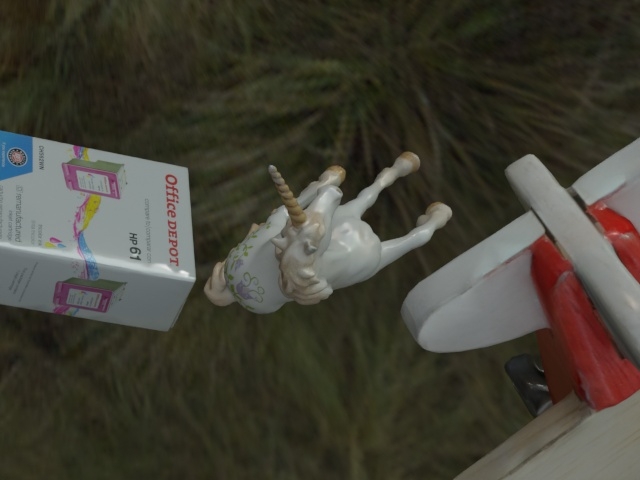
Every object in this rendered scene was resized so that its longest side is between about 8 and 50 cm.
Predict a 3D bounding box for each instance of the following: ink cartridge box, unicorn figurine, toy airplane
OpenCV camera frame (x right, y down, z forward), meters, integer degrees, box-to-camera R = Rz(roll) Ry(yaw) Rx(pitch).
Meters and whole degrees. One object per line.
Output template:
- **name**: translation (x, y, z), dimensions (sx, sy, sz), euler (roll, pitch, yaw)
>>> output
- **ink cartridge box**: translation (-0.134, -0.005, 1.064), dimensions (0.122, 0.088, 0.052), euler (11, 136, -21)
- **unicorn figurine**: translation (0.000, 0.000, 0.840), dimensions (0.111, 0.162, 0.060), euler (-36, 86, -36)
- **toy airplane**: translation (0.202, 0.104, 1.061), dimensions (0.384, 0.272, 0.386), euler (-11, 149, -39)
